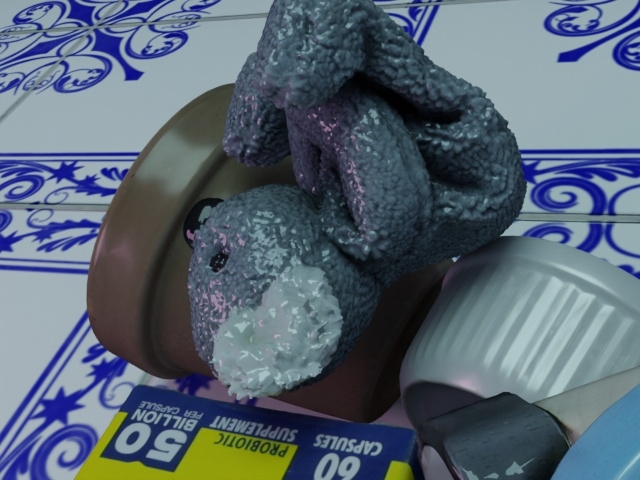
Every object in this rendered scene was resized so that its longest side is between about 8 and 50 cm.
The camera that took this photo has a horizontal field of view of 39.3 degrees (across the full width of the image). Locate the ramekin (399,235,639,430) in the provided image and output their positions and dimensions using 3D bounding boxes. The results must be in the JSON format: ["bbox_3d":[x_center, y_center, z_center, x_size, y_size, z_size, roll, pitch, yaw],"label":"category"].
[{"bbox_3d":[0.150,0.106,0.598,0.207,0.207,0.109,20,58,38],"label":"ramekin"}]

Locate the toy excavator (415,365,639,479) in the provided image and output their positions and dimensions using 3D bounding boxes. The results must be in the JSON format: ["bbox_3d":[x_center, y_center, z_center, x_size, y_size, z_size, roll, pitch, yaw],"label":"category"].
[{"bbox_3d":[0.230,0.268,0.304,0.222,0.433,0.445,-15,9,-9],"label":"toy excavator"}]

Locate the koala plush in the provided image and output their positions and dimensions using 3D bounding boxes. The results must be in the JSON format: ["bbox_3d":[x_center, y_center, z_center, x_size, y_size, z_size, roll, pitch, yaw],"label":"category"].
[{"bbox_3d":[0.000,0.000,0.551,0.221,0.203,0.196,-59,7,-13],"label":"koala plush"}]

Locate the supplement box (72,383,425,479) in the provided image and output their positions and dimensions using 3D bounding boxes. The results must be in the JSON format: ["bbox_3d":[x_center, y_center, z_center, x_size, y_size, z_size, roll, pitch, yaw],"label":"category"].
[{"bbox_3d":[-0.073,0.278,0.461,0.194,0.195,0.356,4,42,24],"label":"supplement box"}]

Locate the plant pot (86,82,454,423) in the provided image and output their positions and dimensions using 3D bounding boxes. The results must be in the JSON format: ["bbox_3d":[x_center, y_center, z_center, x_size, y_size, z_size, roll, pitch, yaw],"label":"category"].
[{"bbox_3d":[-0.022,0.035,0.741,0.229,0.263,0.263,29,54,20],"label":"plant pot"}]
